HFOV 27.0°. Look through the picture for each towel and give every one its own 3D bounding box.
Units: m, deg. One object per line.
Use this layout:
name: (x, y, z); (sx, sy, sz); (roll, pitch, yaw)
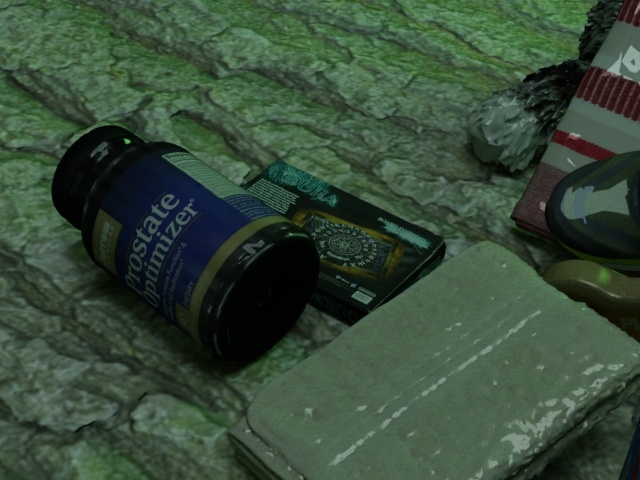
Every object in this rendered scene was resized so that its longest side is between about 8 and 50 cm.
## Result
towel: (0.347, -0.111, 1.190); (0.237, 0.037, 0.329); (26, 83, 22)
towel: (0.089, 0.119, 0.984); (0.282, 0.049, 0.187); (-32, 48, -22)

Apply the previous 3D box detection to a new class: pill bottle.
pill bottle: (-0.116, -0.005, 1.088); (0.219, 0.123, 0.122); (33, 47, 30)

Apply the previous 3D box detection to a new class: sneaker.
sneaker: (0.330, -0.050, 1.089); (0.299, 0.121, 0.111); (-10, 70, 14)

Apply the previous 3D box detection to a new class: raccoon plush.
raccoon plush: (0.360, -0.248, 1.298); (0.216, 0.299, 0.446); (33, 47, 29)

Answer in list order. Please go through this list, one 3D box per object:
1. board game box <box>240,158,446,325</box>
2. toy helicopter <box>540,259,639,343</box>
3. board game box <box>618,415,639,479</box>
board game box: (0.000, 0.000, 1.170); (0.186, 0.026, 0.126); (27, 44, 25)
toy helicopter: (0.326, 0.046, 1.008); (0.355, 0.235, 0.140); (1, 40, 27)
board game box: (0.346, 0.154, 0.806); (0.308, 0.302, 0.086); (13, 40, 9)
